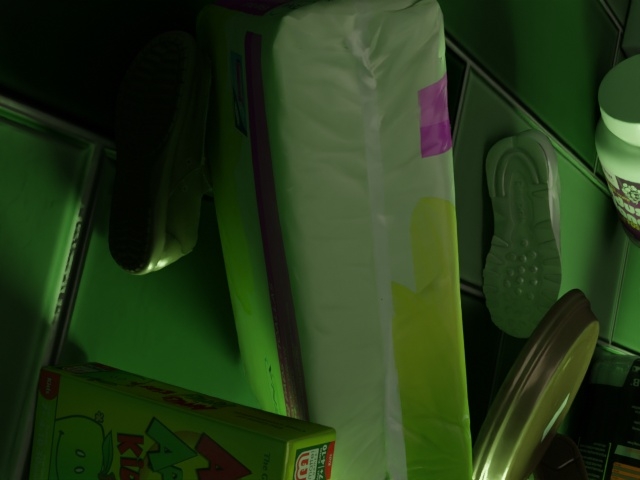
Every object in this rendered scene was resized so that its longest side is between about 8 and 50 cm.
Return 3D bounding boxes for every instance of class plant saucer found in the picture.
[{"bbox_3d":[0.247,0.186,1.024,0.278,0.041,0.278,-44,148,-36],"label":"plant saucer"}]

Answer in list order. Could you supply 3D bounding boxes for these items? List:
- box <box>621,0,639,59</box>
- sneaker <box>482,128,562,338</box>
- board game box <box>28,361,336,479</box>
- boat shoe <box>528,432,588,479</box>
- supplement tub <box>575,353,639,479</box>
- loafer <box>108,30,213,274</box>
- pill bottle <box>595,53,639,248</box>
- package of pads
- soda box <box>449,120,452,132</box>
[{"bbox_3d":[0.510,-0.309,1.338,0.102,0.087,0.101,31,71,-54],"label":"box"},{"bbox_3d":[0.238,-0.006,1.014,0.095,0.090,0.235,-24,118,-62],"label":"sneaker"},{"bbox_3d":[-0.082,0.128,0.484,0.043,0.181,0.092,5,92,-55],"label":"board game box"},{"bbox_3d":[0.309,0.375,1.124,0.095,0.095,0.257,87,6,-49],"label":"boat shoe"},{"bbox_3d":[0.467,0.350,1.302,0.207,0.207,0.338,30,72,-53],"label":"supplement tub"},{"bbox_3d":[-0.094,-0.053,0.549,0.050,0.056,0.148,0,106,-56],"label":"loafer"},{"bbox_3d":[0.483,-0.117,1.268,0.301,0.169,0.169,52,55,-46],"label":"pill bottle"},{"bbox_3d":[0.000,0.000,0.552,0.101,0.229,0.296,-10,108,-14],"label":"package of pads"},{"bbox_3d":[0.068,-0.025,0.779,0.053,0.060,0.169,4,93,-55],"label":"soda box"}]
